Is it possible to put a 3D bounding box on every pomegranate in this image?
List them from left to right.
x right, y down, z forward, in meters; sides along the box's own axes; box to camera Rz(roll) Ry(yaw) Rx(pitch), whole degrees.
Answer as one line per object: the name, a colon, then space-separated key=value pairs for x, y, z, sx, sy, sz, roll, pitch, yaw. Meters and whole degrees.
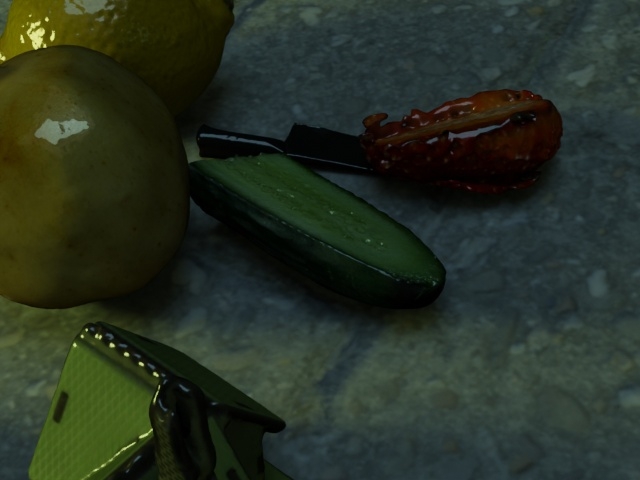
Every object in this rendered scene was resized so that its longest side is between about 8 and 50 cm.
pomegranate: x=-0.221 y=-0.050 z=1.020 sx=0.233 sy=0.233 sz=0.233 roll=-3 pitch=46 yaw=3

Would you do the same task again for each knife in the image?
knife: x=-0.005 y=-0.091 z=1.164 sx=0.230 sy=0.028 sz=0.060 roll=9 pitch=45 yaw=9

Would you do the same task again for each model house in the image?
model house: x=-0.122 y=0.134 z=0.788 sx=0.218 sy=0.278 sz=0.205 roll=29 pitch=54 yaw=27

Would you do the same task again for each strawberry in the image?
strawberry: x=0.132 y=-0.087 z=1.115 sx=0.188 sy=0.082 sz=0.121 roll=-11 pitch=22 yaw=2

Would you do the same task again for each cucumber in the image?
cucumber: x=0.000 y=0.000 z=1.043 sx=0.244 sy=0.063 sz=0.115 roll=32 pitch=32 yaw=33

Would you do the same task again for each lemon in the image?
lemon: x=-0.201 y=-0.193 z=1.170 sx=0.244 sy=0.187 sz=0.187 roll=-14 pitch=47 yaw=-14
